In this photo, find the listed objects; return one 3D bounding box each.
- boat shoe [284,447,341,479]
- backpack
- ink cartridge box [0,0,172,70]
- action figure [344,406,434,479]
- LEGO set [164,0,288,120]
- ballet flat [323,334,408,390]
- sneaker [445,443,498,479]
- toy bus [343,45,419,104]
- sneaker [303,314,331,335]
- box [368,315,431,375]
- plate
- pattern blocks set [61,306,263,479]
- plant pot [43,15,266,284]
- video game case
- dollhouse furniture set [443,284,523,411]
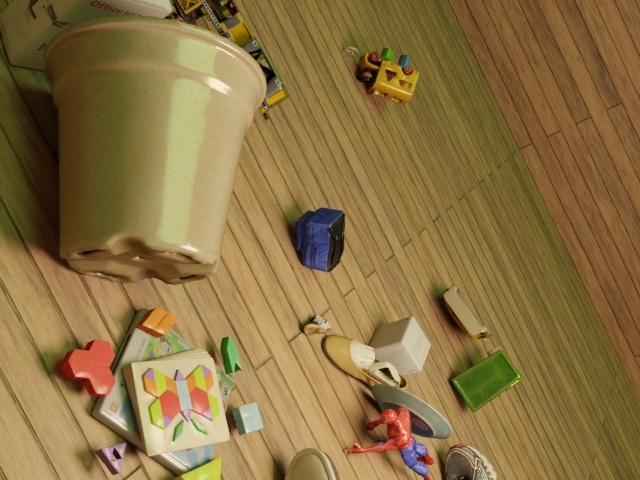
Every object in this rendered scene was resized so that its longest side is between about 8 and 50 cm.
[{"bbox_3d":[0.013,0.510,1.249,0.096,0.116,0.325,18,59,-56],"label":"boat shoe"},{"bbox_3d":[0.000,0.000,1.580,0.098,0.101,0.120,-41,136,-53],"label":"backpack"},{"bbox_3d":[-0.363,-0.350,1.161,0.158,0.217,0.092,-4,73,-57],"label":"ink cartridge box"},{"bbox_3d":[0.140,0.420,1.531,0.280,0.138,0.092,66,20,-45],"label":"action figure"},{"bbox_3d":[-0.215,-0.357,1.480,0.331,0.192,0.255,59,3,-16],"label":"LEGO set"},{"bbox_3d":[0.102,0.257,1.580,0.232,0.073,0.080,40,39,-34],"label":"ballet flat"},{"bbox_3d":[0.327,0.597,1.643,0.112,0.120,0.299,20,55,-45],"label":"sneaker"},{"bbox_3d":[0.172,-0.455,2.121,0.191,0.202,0.105,26,79,-55],"label":"toy bus"},{"bbox_3d":[-0.013,0.169,1.518,0.083,0.032,0.037,11,47,-58],"label":"sneaker"},{"bbox_3d":[0.174,0.240,1.671,0.087,0.101,0.101,58,33,-16],"label":"box"},{"bbox_3d":[0.181,0.359,1.545,0.188,0.188,0.024,49,61,-25],"label":"plate"},{"bbox_3d":[-0.213,0.239,1.128,0.324,0.026,0.286,-19,85,-58],"label":"pattern blocks set"},{"bbox_3d":[-0.253,-0.105,1.112,0.333,0.333,0.306,21,64,-49],"label":"plant pot"},{"bbox_3d":[-0.230,0.238,1.151,0.212,0.023,0.193,46,37,-28],"label":"video game case"},{"bbox_3d":[0.384,0.282,1.990,0.302,0.151,0.197,56,8,18],"label":"dollhouse furniture set"}]
